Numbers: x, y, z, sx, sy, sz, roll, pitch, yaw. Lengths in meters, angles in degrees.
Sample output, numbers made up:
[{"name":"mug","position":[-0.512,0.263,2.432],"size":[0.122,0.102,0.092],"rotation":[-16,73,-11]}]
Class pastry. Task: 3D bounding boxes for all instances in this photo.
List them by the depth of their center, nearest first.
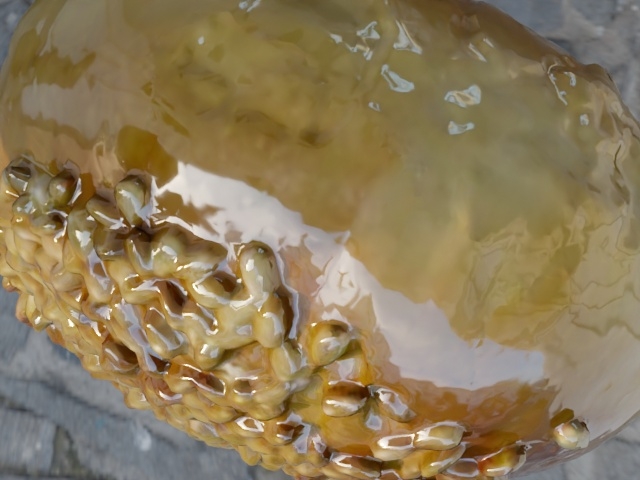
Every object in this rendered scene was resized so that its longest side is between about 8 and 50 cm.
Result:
[{"name":"pastry","position":[0.000,0.000,0.828],"size":[0.410,0.409,0.245],"rotation":[27,82,-13]}]
